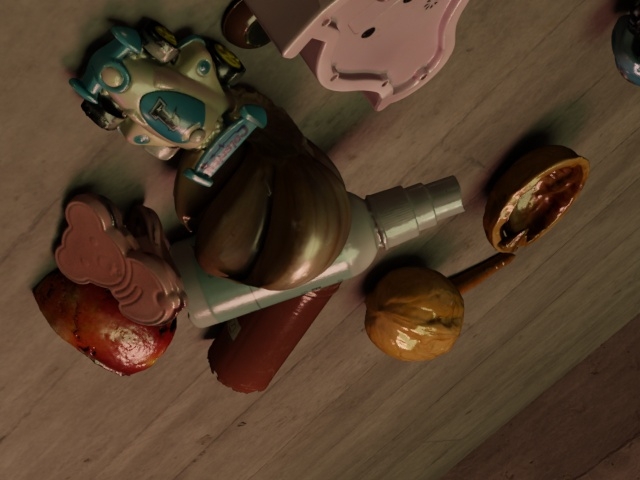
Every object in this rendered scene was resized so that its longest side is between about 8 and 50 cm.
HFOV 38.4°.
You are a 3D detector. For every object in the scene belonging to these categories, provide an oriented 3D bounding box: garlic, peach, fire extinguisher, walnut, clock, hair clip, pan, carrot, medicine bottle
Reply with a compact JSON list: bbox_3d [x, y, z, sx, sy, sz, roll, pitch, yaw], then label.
[{"bbox_3d":[-0.046,-0.040,0.969,0.160,0.214,0.191,-16,138,-52],"label":"garlic"},{"bbox_3d":[-0.238,0.077,1.064,0.092,0.127,0.172,-36,129,18],"label":"peach"},{"bbox_3d":[-0.062,0.067,1.252,0.147,0.107,0.337,14,129,-25],"label":"fire extinguisher"},{"bbox_3d":[0.334,-0.081,1.468,0.167,0.087,0.211,-2,137,-37],"label":"walnut"},{"bbox_3d":[0.099,-0.259,0.874,0.290,0.080,0.275,-38,163,12],"label":"clock"},{"bbox_3d":[-0.210,0.027,0.966,0.102,0.138,0.123,-6,149,-36],"label":"hair clip"},{"bbox_3d":[-0.062,-0.220,0.858,0.068,0.023,0.115,-31,153,-9],"label":"pan"},{"bbox_3d":[0.290,0.065,1.717,0.190,0.037,0.037,-27,152,-24],"label":"carrot"},{"bbox_3d":[0.000,0.000,1.096,0.351,0.110,0.110,-19,153,1],"label":"medicine bottle"},{"bbox_3d":[0.154,0.120,1.520,0.159,0.159,0.206,-48,151,22],"label":"walnut"}]

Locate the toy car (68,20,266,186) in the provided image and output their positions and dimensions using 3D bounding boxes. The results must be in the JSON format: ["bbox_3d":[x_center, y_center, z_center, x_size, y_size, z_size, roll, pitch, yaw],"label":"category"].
[{"bbox_3d":[-0.136,-0.125,0.844,0.126,0.098,0.161,-46,153,15],"label":"toy car"}]

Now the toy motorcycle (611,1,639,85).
[{"bbox_3d":[0.532,-0.337,1.229,0.416,0.172,0.232,-32,161,-26],"label":"toy motorcycle"}]
